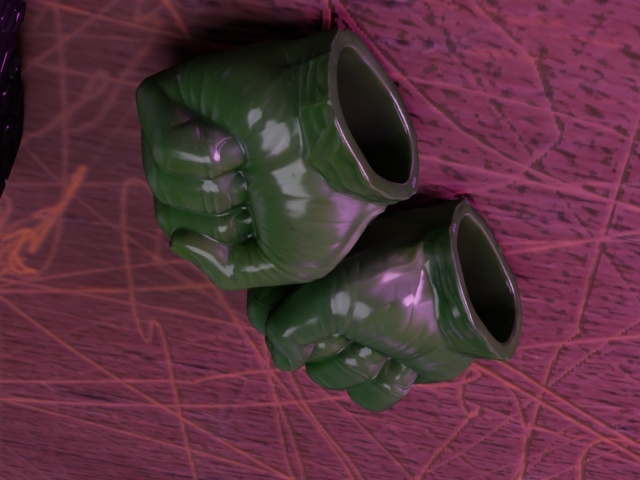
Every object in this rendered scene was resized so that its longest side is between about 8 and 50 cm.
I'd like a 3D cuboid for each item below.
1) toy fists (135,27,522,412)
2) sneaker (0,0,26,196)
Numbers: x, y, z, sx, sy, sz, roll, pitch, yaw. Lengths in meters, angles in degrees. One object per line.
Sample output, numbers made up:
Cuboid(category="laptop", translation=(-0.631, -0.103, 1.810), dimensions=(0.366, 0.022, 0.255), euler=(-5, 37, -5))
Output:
Cuboid(category="toy fists", translation=(0.000, 0.000, 0.908), dimensions=(0.142, 0.096, 0.279), euler=(-11, 139, 28))
Cuboid(category="sneaker", translation=(-0.224, -0.103, 0.827), dimensions=(0.124, 0.107, 0.283), euler=(19, 143, -1))
